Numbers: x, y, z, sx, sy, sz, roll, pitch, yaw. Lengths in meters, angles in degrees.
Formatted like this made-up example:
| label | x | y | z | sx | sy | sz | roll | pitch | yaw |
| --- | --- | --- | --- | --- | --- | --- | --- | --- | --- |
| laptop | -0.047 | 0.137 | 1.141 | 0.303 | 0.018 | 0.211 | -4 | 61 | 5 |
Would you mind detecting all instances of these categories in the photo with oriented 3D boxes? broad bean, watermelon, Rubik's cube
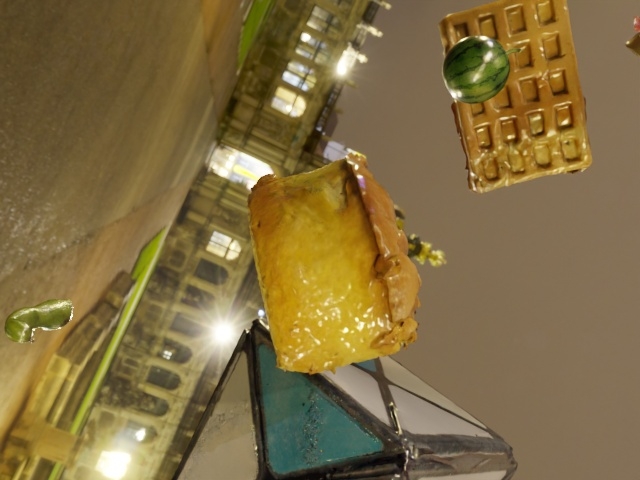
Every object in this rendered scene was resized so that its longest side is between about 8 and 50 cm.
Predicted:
| label | x | y | z | sx | sy | sz | roll | pitch | yaw |
| --- | --- | --- | --- | --- | --- | --- | --- | --- | --- |
| broad bean | -0.500 | 0.139 | 1.041 | 0.213 | 0.070 | 0.048 | -84 | -161 | -81 |
| watermelon | 0.234 | -0.256 | 0.856 | 0.109 | 0.109 | 0.109 | -60 | -167 | 24 |
| Rubik's cube | 0.020 | 0.311 | 0.767 | 0.307 | 0.310 | 0.305 | 34 | -79 | 42 |

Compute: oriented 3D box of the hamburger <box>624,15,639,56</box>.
| label | x | y | z | sx | sy | sz | roll | pitch | yaw |
| --- | --- | --- | --- | --- | --- | --- | --- | --- | --- |
| hamburger | 0.515 | -0.271 | 0.770 | 0.137 | 0.175 | 0.175 | -48 | -160 | 31 |

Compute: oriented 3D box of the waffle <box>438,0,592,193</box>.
| label | x | y | z | sx | sy | sz | roll | pitch | yaw |
| --- | --- | --- | --- | --- | --- | --- | --- | --- | --- |
| waffle | 0.347 | -0.261 | 1.030 | 0.098 | 0.224 | 0.328 | -35 | 113 | -70 |

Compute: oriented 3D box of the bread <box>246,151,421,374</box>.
| label | x | y | z | sx | sy | sz | roll | pitch | yaw |
| --- | --- | --- | --- | --- | --- | --- | --- | --- | --- |
| bread | 0.002 | -0.003 | 0.584 | 0.261 | 0.160 | 0.147 | -102 | 177 | -54 |
